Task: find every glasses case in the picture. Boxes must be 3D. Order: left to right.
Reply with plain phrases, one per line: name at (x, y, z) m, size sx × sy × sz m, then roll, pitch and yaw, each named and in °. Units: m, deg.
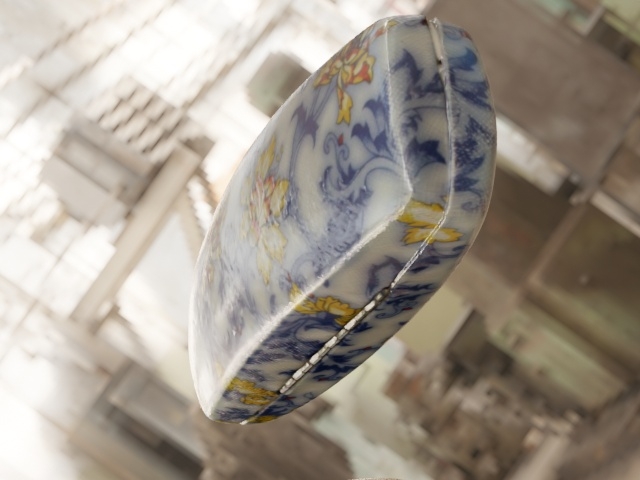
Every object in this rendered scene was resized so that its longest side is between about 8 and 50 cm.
glasses case at (0.000, 0.000, 0.723) m, size 0.248 × 0.065 × 0.087 m, roll 132°, pitch 134°, yaw -62°

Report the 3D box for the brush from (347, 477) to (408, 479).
brush at (0.037, 0.261, 0.970) m, size 0.166 × 0.174 × 0.266 m, roll -152°, pitch 69°, yaw -67°
